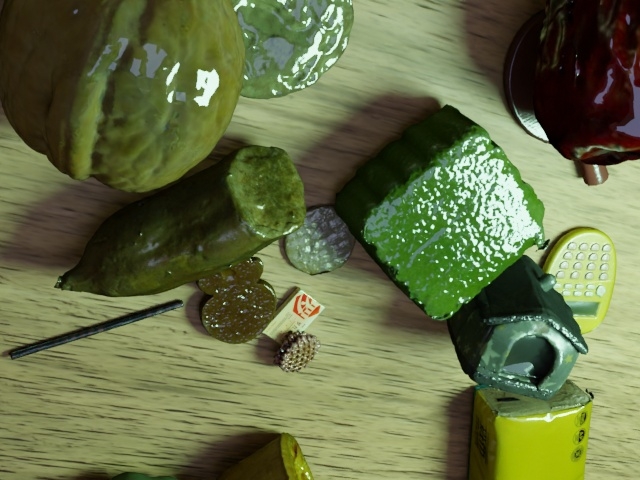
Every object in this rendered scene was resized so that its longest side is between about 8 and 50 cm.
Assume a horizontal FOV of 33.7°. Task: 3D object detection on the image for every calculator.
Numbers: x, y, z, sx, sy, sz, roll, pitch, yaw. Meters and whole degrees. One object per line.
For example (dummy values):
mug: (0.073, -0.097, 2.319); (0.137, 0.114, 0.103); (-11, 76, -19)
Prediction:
calculator: (0.436, 0.089, 1.817); (0.146, 0.032, 0.235); (3, 112, -19)

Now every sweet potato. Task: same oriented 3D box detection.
sweet potato: (-0.199, -0.011, 1.497); (0.369, 0.158, 0.158); (-24, 120, 6)

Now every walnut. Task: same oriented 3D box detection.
walnut: (-0.248, -0.217, 1.306); (0.332, 0.333, 0.333); (-7, 116, -15)

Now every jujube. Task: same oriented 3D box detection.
jujube: (0.437, -0.281, 1.492); (0.258, 0.258, 0.377); (2, 107, -19)

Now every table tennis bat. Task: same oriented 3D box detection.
table tennis bat: (0.395, -0.221, 1.654); (0.200, 0.038, 0.310); (-27, 119, -4)

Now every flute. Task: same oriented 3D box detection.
flute: (-0.336, 0.134, 1.592); (0.269, 0.014, 0.014); (-17, 118, -10)

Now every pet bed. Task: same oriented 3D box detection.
pet bed: (0.316, 0.127, 1.681); (0.183, 0.211, 0.159); (17, 114, -11)

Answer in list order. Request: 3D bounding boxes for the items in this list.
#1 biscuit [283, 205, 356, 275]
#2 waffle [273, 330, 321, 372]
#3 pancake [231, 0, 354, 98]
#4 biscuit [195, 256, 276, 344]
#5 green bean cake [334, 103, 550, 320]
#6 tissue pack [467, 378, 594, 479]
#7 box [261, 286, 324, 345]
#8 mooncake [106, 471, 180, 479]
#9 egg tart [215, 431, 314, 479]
biscuit: (0.000, 0.000, 1.639); (0.120, 0.015, 0.120); (-7, 116, -15)
waffle: (-0.036, 0.179, 1.693); (0.075, 0.029, 0.083); (-50, 145, 11)
pancake: (-0.059, -0.309, 1.459); (0.242, 0.050, 0.242); (-13, 124, -19)
biscuit: (-0.131, 0.081, 1.627); (0.124, 0.026, 0.175); (-16, 118, -12)
green bean cake: (0.182, -0.042, 1.598); (0.250, 0.156, 0.247); (-42, 117, 1)
tissue pack: (0.369, 0.382, 1.872); (0.192, 0.134, 0.271); (-9, 116, -14)
box: (-0.044, 0.124, 1.682); (0.058, 0.015, 0.093); (38, 99, -31)
mooncake: (-0.306, 0.534, 1.689); (0.351, 0.187, 0.351); (-4, 118, -8)
egg tart: (-0.082, 0.429, 1.718); (0.147, 0.202, 0.203); (-22, 119, 2)
